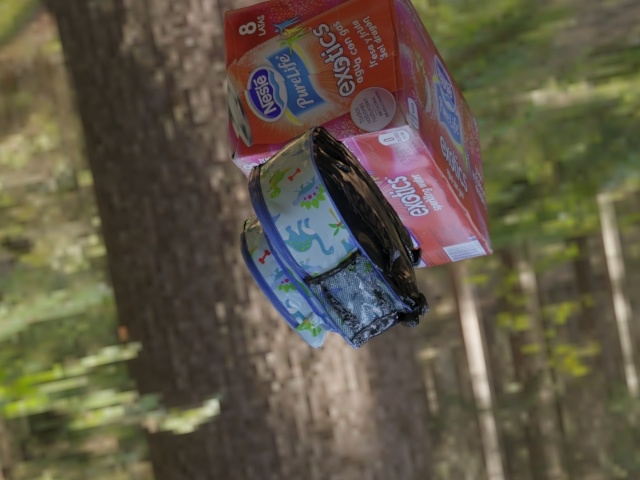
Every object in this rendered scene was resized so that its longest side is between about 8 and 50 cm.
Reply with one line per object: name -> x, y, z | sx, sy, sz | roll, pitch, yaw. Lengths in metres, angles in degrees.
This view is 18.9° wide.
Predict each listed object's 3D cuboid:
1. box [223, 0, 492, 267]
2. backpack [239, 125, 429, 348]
box -> 0.032, -0.074, 1.388 | 0.128, 0.122, 0.257 | -11, 157, 15
backpack -> 0.000, 0.000, 1.125 | 0.084, 0.114, 0.105 | -29, -159, 11
